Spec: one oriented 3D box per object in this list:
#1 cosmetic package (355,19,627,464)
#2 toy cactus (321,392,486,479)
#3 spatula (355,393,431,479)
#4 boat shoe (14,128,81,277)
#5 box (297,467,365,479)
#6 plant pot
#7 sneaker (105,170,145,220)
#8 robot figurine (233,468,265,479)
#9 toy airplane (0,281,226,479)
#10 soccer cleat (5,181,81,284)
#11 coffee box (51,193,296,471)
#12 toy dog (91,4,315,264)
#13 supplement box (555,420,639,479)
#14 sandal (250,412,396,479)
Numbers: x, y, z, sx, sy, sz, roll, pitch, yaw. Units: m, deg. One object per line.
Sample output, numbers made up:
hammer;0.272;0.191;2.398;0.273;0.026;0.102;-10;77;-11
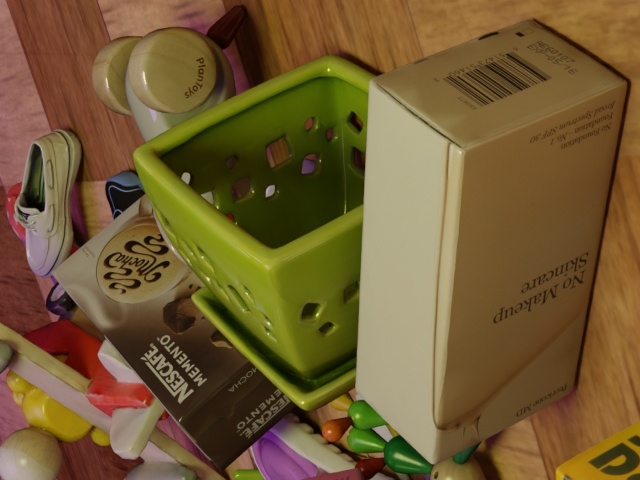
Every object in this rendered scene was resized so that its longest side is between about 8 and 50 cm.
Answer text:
cosmetic package;0.122;0.005;1.112;0.113;0.160;0.309;42;145;40
toy cactus;0.102;0.192;1.351;0.219;0.112;0.180;-35;88;41
spatula;0.116;0.252;1.471;0.242;0.019;0.168;64;152;6
boat shoe;-0.397;-0.049;2.041;0.083;0.076;0.226;25;115;34
box;0.019;0.379;1.351;0.213;0.117;0.243;-93;-12;-55
plant pot;0.000;0.000;1.271;0.227;0.228;0.207;38;149;44
sneaker;-0.227;0.011;1.835;0.232;0.090;0.081;53;150;25
robot figurine;-0.084;0.340;1.853;0.115;0.067;0.101;8;98;60
toy airplane;-0.311;0.222;1.898;0.386;0.272;0.384;35;172;15
soccer cleat;-0.398;0.013;2.169;0.248;0.083;0.095;48;152;29
coffee box;-0.149;0.093;1.639;0.297;0.168;0.119;44;170;39
toy dog;-0.092;-0.103;1.482;0.220;0.161;0.333;34;153;43
supplement box;0.291;0.298;0.986;0.194;0.195;0.356;35;139;47
sandal;0.022;0.321;1.593;0.416;0.102;0.169;26;137;55
